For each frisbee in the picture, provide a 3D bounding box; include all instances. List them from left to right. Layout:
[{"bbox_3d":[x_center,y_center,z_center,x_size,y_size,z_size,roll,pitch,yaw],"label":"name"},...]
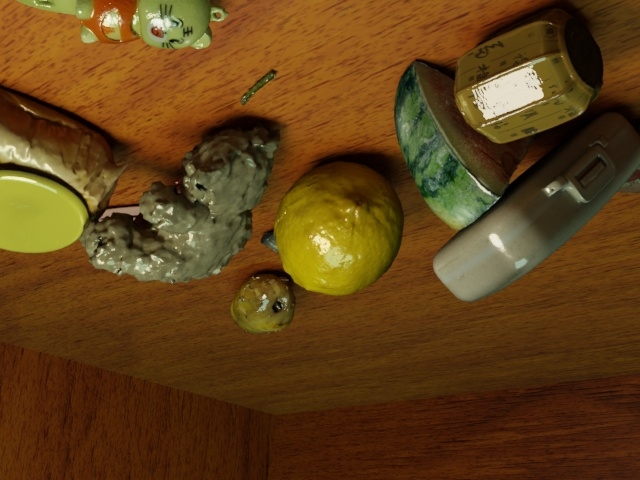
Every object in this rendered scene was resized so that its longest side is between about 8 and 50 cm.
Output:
[{"bbox_3d":[-0.532,-0.045,1.443,0.235,0.017,0.236,-2,143,-2],"label":"frisbee"}]

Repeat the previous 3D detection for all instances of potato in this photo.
[{"bbox_3d":[-0.153,0.176,2.188,0.172,0.140,0.300,14,157,-7],"label":"potato"}]

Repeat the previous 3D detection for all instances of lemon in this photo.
[{"bbox_3d":[0.036,-0.023,1.558,0.260,0.261,0.284,-1,163,12],"label":"lemon"}]

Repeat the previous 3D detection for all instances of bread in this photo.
[{"bbox_3d":[-0.561,-0.157,1.460,0.388,0.183,0.236,29,132,-34],"label":"bread"}]

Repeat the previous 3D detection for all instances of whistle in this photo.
[{"bbox_3d":[-0.267,-0.319,1.086,0.288,0.106,0.131,5,150,-4],"label":"whistle"}]

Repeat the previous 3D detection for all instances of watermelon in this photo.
[{"bbox_3d":[0.233,-0.163,1.310,0.201,0.262,0.213,-25,168,-17],"label":"watermelon"}]

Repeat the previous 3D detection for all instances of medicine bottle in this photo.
[{"bbox_3d":[0.361,-0.054,1.337,0.123,0.375,0.282,50,152,5],"label":"medicine bottle"}]

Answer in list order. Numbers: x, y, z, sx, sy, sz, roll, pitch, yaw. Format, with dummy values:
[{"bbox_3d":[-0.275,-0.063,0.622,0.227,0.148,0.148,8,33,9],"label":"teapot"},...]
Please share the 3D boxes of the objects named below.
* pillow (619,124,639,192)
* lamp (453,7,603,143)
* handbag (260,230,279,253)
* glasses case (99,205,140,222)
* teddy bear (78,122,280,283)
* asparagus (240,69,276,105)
[{"bbox_3d":[0.578,-0.157,1.417,0.135,0.049,0.248,9,152,-14],"label":"pillow"},{"bbox_3d":[0.294,-0.231,1.155,0.161,0.161,0.185,23,149,-38],"label":"lamp"},{"bbox_3d":[0.000,0.000,1.845,0.175,0.089,0.270,31,145,-33],"label":"handbag"},{"bbox_3d":[-0.404,-0.028,1.828,0.296,0.075,0.113,-4,153,16],"label":"glasses case"},{"bbox_3d":[-0.218,-0.087,1.507,0.368,0.224,0.357,-54,167,25],"label":"teddy bear"},{"bbox_3d":[-0.106,-0.250,1.342,0.015,0.014,0.114,34,147,-21],"label":"asparagus"}]
